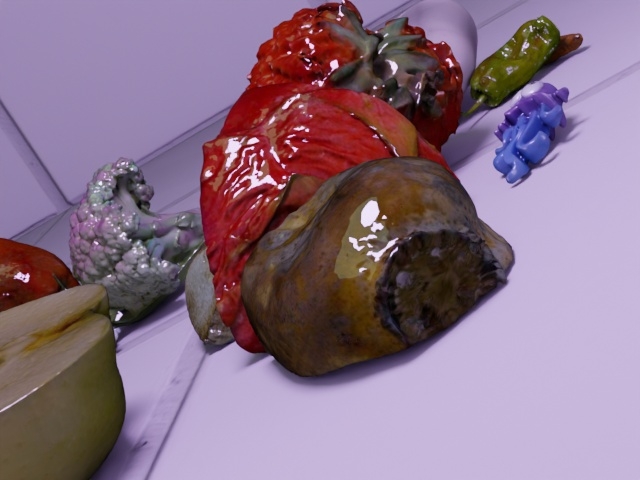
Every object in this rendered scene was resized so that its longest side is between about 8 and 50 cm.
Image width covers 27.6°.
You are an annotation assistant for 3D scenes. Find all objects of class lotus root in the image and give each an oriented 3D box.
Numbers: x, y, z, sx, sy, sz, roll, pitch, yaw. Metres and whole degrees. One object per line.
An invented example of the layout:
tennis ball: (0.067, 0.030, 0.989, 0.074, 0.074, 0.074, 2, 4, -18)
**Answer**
lotus root: (0.045, 0.020, 1.303, 0.267, 0.149, 0.260, -36, 12, -5)

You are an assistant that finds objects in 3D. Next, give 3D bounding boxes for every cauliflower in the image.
cauliflower: (-0.253, 0.008, 1.997, 0.315, 0.239, 0.256, -17, -37, -22)

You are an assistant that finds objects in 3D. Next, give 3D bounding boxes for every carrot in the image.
carrot: (0.329, -0.282, 1.989, 0.191, 0.047, 0.047, -11, 25, 49)

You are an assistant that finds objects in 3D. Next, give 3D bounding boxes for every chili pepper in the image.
chili pepper: (0.268, -0.248, 1.924, 0.204, 0.073, 0.072, -44, 49, -7)

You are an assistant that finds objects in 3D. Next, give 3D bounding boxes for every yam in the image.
yam: (-0.121, 0.047, 1.692, 0.106, 0.106, 0.259, -29, 12, 13)

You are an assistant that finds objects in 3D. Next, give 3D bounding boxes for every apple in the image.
apple: (-0.377, 0.177, 1.408, 0.360, 0.320, 0.312, -23, -28, -10)

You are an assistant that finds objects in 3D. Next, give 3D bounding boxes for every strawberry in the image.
strawberry: (0.028, -0.142, 1.780, 0.312, 0.267, 0.351, 6, -45, -34)

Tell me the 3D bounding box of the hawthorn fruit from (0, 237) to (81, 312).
hawthorn fruit: (-0.497, 0.105, 2.147, 0.261, 0.224, 0.224, -3, 25, 24)

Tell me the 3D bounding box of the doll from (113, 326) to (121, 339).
doll: (-0.349, 0.151, 1.922, 0.113, 0.071, 0.135, -25, 8, -5)

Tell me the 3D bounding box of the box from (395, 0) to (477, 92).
box: (0.124, -0.251, 2.068, 0.288, 0.141, 0.349, -42, 10, 18)

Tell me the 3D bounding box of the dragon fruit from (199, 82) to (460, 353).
dragon fruit: (0.000, 0.000, 1.530, 0.302, 0.240, 0.330, 8, 56, 27)

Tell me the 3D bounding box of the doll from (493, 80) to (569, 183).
doll: (0.252, -0.134, 1.570, 0.110, 0.067, 0.206, -34, 20, 35)
